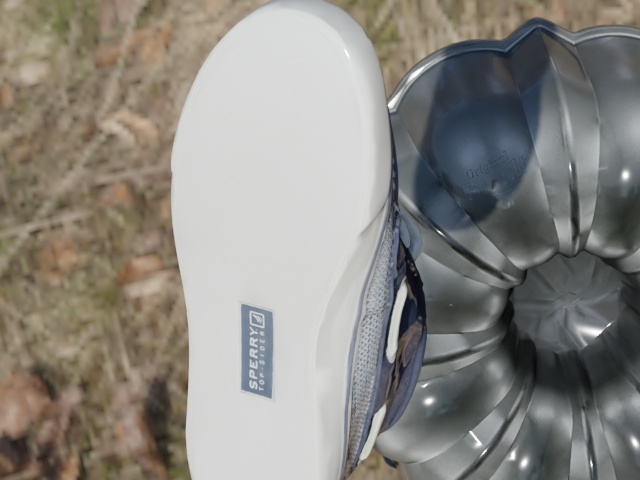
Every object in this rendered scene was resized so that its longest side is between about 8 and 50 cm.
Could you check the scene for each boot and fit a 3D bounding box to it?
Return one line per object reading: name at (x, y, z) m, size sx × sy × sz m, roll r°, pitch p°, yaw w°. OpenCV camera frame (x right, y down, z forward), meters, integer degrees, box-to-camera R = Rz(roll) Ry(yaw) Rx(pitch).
boot at (0.000, 0.000, 0.610) m, size 0.069 × 0.190 × 0.086 m, roll 21°, pitch 34°, yaw 20°

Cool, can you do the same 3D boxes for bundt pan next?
bundt pan at (0.149, 0.041, 1.142) m, size 0.331 × 0.331 × 0.124 m, roll -7°, pitch 20°, yaw 1°
